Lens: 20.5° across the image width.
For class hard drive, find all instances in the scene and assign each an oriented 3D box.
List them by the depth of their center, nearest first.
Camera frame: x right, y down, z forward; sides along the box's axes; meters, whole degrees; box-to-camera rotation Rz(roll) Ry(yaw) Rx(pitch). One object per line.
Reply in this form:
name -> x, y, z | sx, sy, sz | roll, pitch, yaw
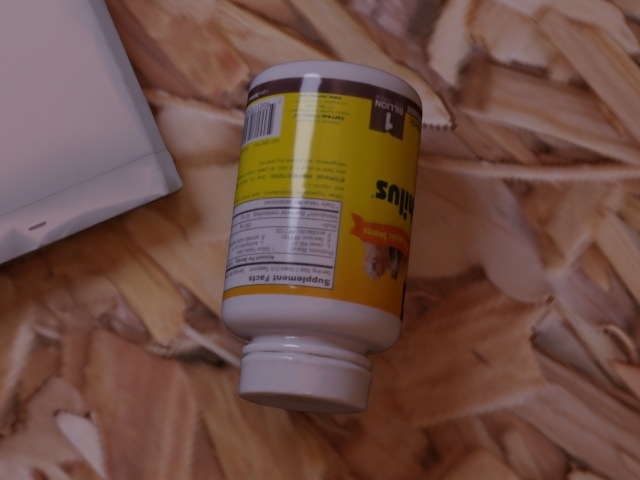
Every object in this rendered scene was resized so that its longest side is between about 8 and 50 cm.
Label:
hard drive -> -0.242, -0.136, 1.155 | 0.203, 0.040, 0.307 | -23, 92, -14

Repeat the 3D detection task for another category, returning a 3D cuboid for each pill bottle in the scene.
pill bottle -> 0.000, 0.000, 1.144 | 0.117, 0.117, 0.215 | 8, 77, -5
